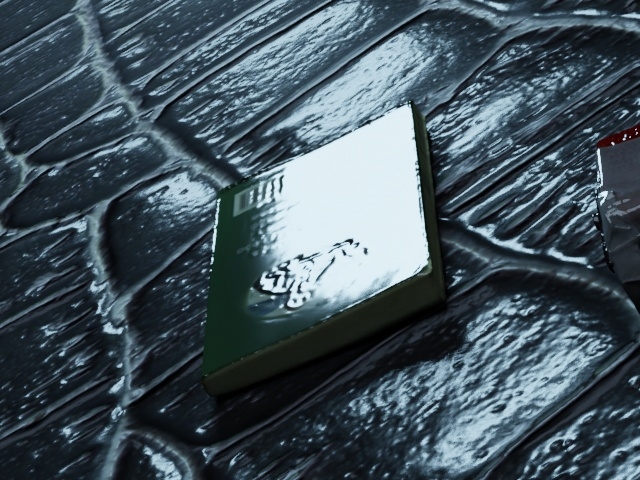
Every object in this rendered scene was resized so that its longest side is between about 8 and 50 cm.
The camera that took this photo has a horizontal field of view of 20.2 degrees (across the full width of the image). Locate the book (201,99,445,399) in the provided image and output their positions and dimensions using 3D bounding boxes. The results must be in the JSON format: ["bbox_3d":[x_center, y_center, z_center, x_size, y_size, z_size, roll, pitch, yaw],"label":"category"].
[{"bbox_3d":[0.000,0.000,1.876,0.260,0.043,0.371,-24,29,15],"label":"book"}]

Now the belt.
[{"bbox_3d":[0.296,-0.024,1.555,0.124,0.128,0.201,-20,32,18],"label":"belt"}]
